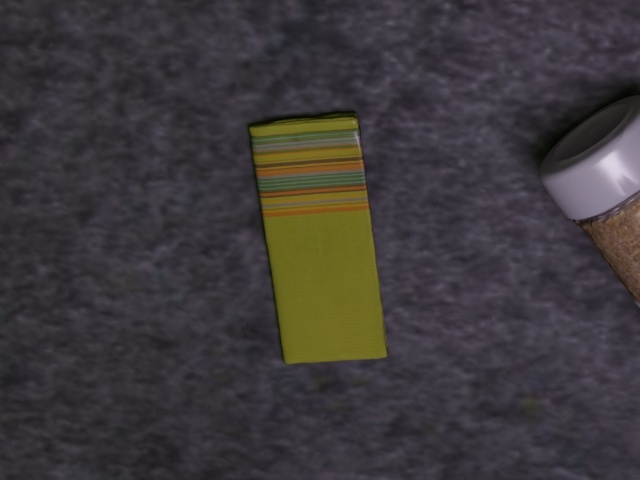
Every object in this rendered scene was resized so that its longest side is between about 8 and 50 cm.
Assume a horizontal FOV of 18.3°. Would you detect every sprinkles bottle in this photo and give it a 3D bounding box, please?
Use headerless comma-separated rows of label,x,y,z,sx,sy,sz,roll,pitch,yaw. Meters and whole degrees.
sprinkles bottle,0.339,0.043,1.741,0.121,0.121,0.355,-34,103,16

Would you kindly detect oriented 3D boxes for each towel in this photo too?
towel,0.000,0.000,1.812,0.102,0.021,0.237,-3,110,12
